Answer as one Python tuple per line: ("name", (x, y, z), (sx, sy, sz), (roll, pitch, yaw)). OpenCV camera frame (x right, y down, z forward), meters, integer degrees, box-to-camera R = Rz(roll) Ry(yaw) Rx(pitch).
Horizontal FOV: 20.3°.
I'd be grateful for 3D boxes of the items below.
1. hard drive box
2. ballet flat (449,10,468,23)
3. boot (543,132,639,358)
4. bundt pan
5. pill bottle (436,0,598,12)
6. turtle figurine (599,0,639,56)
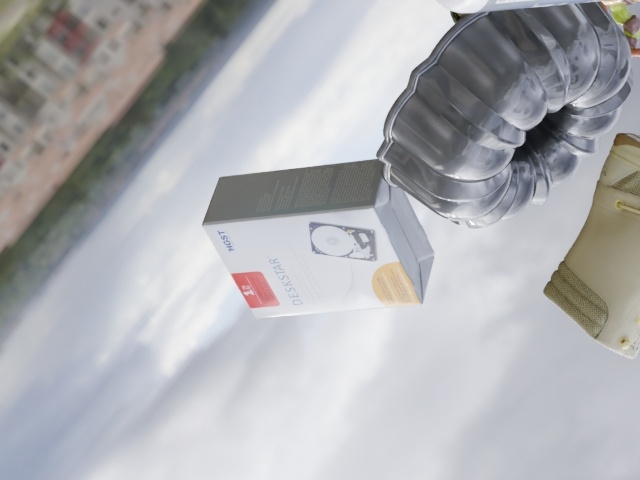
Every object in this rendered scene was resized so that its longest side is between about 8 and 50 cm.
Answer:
("hard drive box", (0.000, 0.000, 2.210), (0.232, 0.181, 0.089), (-6, -135, 25))
("ballet flat", (0.172, -0.342, 2.156), (0.070, 0.188, 0.070), (-12, -176, 1))
("boot", (0.367, 0.036, 1.779), (0.095, 0.262, 0.203), (-10, 128, -65))
("bundt pan", (0.230, -0.143, 2.043), (0.331, 0.124, 0.331), (-34, 153, -20))
("pill bottle", (0.115, -0.199, 1.128), (0.180, 0.108, 0.108), (-7, 171, -18))
("turtle figurine", (0.398, -0.319, 2.263), (0.217, 0.269, 0.087), (-7, -153, 40))
